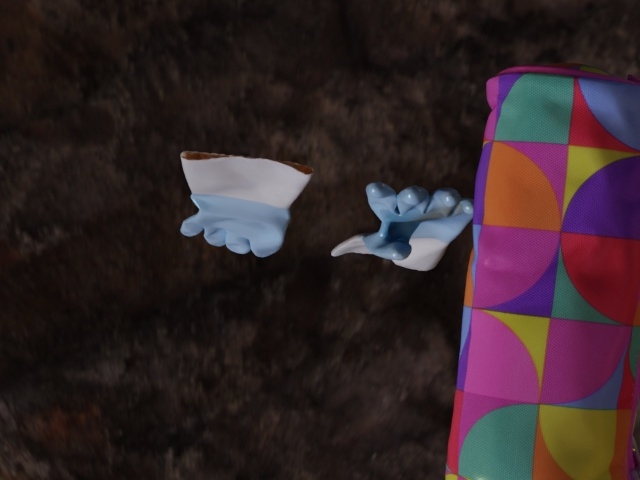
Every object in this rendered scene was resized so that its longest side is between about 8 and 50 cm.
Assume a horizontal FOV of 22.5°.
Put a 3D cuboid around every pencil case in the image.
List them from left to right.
[{"bbox_3d":[0.121,0.031,0.792,0.104,0.104,0.236,3,-88,-3],"label":"pencil case"}]

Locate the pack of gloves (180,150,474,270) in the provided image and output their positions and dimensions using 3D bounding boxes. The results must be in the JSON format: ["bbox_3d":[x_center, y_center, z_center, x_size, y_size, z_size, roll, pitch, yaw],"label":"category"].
[{"bbox_3d":[0.000,0.000,1.094,0.195,0.232,0.046,5,-103,-4],"label":"pack of gloves"}]
